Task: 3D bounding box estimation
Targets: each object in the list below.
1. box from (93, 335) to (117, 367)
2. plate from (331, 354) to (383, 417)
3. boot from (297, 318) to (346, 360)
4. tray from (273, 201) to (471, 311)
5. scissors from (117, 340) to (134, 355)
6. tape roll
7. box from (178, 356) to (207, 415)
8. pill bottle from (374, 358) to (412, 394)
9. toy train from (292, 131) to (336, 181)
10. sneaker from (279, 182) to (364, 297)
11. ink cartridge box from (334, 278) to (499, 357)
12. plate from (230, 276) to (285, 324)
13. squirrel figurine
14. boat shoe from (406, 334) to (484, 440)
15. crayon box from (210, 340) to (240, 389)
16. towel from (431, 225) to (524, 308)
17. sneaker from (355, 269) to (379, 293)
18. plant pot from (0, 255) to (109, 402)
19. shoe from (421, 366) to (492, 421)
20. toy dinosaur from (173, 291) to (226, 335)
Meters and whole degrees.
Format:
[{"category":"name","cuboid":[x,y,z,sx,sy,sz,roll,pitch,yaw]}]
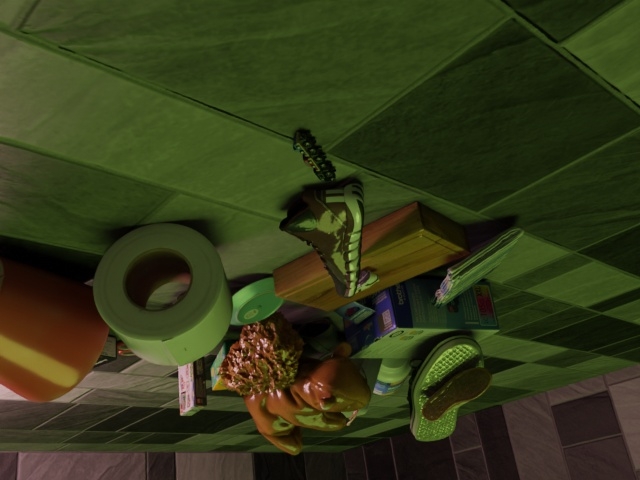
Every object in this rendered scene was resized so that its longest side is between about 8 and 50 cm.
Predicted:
[{"category":"box","cuboid":[-0.754,0.302,1.776,0.296,0.073,0.293,-22,150,27]},{"category":"plate","cuboid":[0.083,0.409,2.026,0.045,0.277,0.278,35,145,-19]},{"category":"boot","cuboid":[-0.024,0.310,2.010,0.190,0.076,0.208,-27,157,9]},{"category":"tray","cuboid":[0.111,0.053,1.523,0.411,0.076,0.203,-26,149,33]},{"category":"scissors","cuboid":[-0.442,0.290,1.911,0.297,0.021,0.109,-10,152,1]},{"category":"tape roll","cuboid":[-0.303,0.108,1.318,0.246,0.246,0.169,-7,153,-4]},{"category":"box","cuboid":[-0.369,0.385,1.906,0.036,0.206,0.114,9,149,-32]},{"category":"pill bottle","cuboid":[0.221,0.406,2.191,0.153,0.152,0.272,-6,155,-5]},{"category":"toy train","cuboid":[-0.012,-0.141,1.142,0.036,0.027,0.158,-5,157,19]},{"category":"sneaker","cuboid":[0.000,0.000,1.328,0.163,0.106,0.281,2,130,0]},{"category":"ink cartridge box","cuboid":[0.240,0.216,1.806,0.396,0.151,0.270,3,153,-27]},{"category":"plate","cuboid":[-0.153,0.158,1.640,0.188,0.024,0.188,-24,149,-15]},{"category":"squirrel figurine","cuboid":[-0.067,0.374,1.789,0.397,0.281,0.370,37,151,-18]},{"category":"boat shoe","cuboid":[0.334,0.399,1.887,0.187,0.155,0.500,-4,140,-4]},{"category":"crayon box","cuboid":[-0.244,0.398,2.114,0.166,0.081,0.278,1,153,-19]},{"category":"towel","cuboid":[0.364,0.068,1.575,0.209,0.034,0.285,-33,163,-9]},{"category":"sneaker","cuboid":[0.087,0.101,1.486,0.044,0.040,0.109,13,148,-40]},{"category":"plant pot","cuboid":[-0.615,0.167,1.352,0.275,0.274,0.243,-20,143,22]},{"category":"shoe","cuboid":[0.355,0.393,1.734,0.219,0.076,0.058,-40,170,23]},{"category":"toy dinosaur","cuboid":[-0.333,0.205,1.693,0.160,0.120,0.314,21,148,-26]}]
